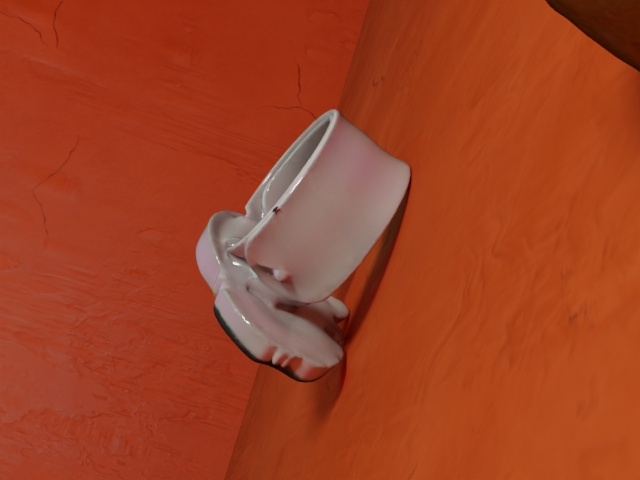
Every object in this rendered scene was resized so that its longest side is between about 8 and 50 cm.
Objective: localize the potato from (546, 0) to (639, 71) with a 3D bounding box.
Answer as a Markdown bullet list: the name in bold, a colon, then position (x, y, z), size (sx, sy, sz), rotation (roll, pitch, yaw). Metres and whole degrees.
- **potato**: position (0.109, -0.165, 0.313), size (0.203, 0.158, 0.178), rotation (111, 177, -69)

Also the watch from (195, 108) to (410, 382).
- **watch**: position (0.000, 0.000, 0.963), size (0.231, 0.196, 0.244), rotation (-47, 15, 20)
